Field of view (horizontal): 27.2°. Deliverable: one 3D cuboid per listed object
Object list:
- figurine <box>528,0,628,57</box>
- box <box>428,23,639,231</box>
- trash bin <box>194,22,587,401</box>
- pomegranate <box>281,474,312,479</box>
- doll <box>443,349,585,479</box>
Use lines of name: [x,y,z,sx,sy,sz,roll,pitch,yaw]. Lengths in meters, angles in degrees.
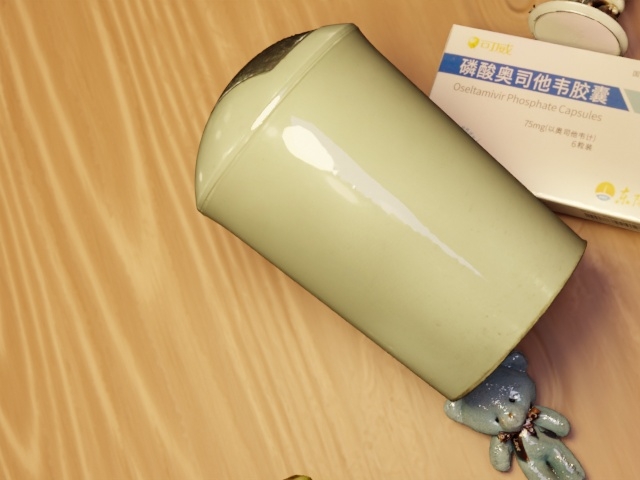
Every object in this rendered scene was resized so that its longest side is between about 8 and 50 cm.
figurine: [0.340,-0.312,1.653,0.132,0.132,0.154,18,69,14]
box: [0.296,-0.136,1.614,0.343,0.065,0.200,16,80,23]
trash bin: [0.063,-0.044,1.519,0.432,0.280,0.280,40,87,1]
pomegranate: [-0.051,0.404,1.547,0.159,0.241,0.190,39,112,-18]
doll: [0.237,0.225,1.563,0.120,0.075,0.180,-38,73,4]
